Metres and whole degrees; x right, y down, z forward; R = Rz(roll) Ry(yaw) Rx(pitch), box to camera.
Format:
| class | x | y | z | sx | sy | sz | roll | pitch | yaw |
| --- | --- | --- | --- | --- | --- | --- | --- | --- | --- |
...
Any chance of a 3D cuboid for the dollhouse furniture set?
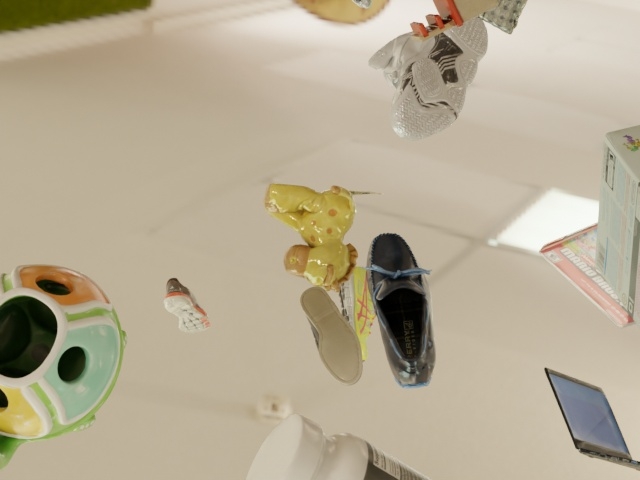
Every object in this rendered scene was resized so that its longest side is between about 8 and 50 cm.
| class | x | y | z | sx | sy | sz | roll | pitch | yaw |
| --- | --- | --- | --- | --- | --- | --- | --- | --- | --- |
| dollhouse furniture set | 0.159 | -0.450 | 1.945 | 0.135 | 0.259 | 0.262 | -25 | -166 | -3 |

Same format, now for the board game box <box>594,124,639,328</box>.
| class | x | y | z | sx | sy | sz | roll | pitch | yaw |
| --- | --- | --- | --- | --- | --- | --- | --- | --- | --- |
| board game box | 0.449 | 0.028 | 1.572 | 0.097 | 0.224 | 0.303 | -14 | -139 | -7 |

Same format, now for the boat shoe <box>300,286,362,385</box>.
| class | x | y | z | sx | sy | sz | roll | pitch | yaw |
| --- | --- | --- | --- | --- | --- | --- | --- | --- | --- |
| boat shoe | 0.026 | 0.174 | 2.226 | 0.075 | 0.065 | 0.206 | -26 | -125 | -1 |

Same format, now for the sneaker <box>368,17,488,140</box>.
| class | x | y | z | sx | sy | sz | roll | pitch | yaw |
| --- | --- | --- | --- | --- | --- | --- | --- | --- | --- |
| sneaker | 0.186 | -0.309 | 2.522 | 0.210 | 0.137 | 0.366 | -18 | -148 | 45 |

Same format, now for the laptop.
| class | x | y | z | sx | sy | sz | roll | pitch | yaw |
| --- | --- | --- | --- | --- | --- | --- | --- | --- | --- |
| laptop | 0.541 | 0.325 | 2.195 | 0.264 | 0.137 | 0.234 | 7 | 170 | 40 |

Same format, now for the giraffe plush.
| class | x | y | z | sx | sy | sz | roll | pitch | yaw |
| --- | --- | --- | --- | --- | --- | --- | --- | --- | --- |
| giraffe plush | 0.000 | 0.000 | 2.152 | 0.210 | 0.171 | 0.181 | 2 | 175 | 31 |

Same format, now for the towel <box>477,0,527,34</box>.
| class | x | y | z | sx | sy | sz | roll | pitch | yaw |
| --- | --- | --- | --- | --- | --- | --- | --- | --- | --- |
| towel | 0.253 | -0.553 | 2.099 | 0.312 | 0.324 | 0.056 | 31 | -151 | 15 |

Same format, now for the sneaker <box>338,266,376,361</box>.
| class | x | y | z | sx | sy | sz | roll | pitch | yaw |
| --- | --- | --- | --- | --- | --- | --- | --- | --- | --- |
| sneaker | 0.093 | 0.152 | 2.685 | 0.094 | 0.209 | 0.081 | -4 | 178 | -11 |

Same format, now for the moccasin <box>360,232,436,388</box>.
| class | x | y | z | sx | sy | sz | roll | pitch | yaw |
| --- | --- | --- | --- | --- | --- | --- | --- | --- | --- |
| moccasin | 0.168 | 0.115 | 2.453 | 0.137 | 0.117 | 0.342 | -14 | -125 | -3 |

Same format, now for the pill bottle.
| class | x | y | z | sx | sy | sz | roll | pitch | yaw |
| --- | --- | --- | --- | --- | --- | --- | --- | --- | --- |
| pill bottle | 0.066 | 0.449 | 2.111 | 0.363 | 0.210 | 0.210 | 32 | -166 | -17 |

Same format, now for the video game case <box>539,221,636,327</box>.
| class | x | y | z | sx | sy | sz | roll | pitch | yaw |
| --- | --- | --- | --- | --- | --- | --- | --- | --- | --- |
| video game case | 0.499 | 0.053 | 2.089 | 0.204 | 0.025 | 0.285 | 42 | 160 | -5 |

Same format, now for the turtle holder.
| class | x | y | z | sx | sy | sz | roll | pitch | yaw |
| --- | --- | --- | --- | --- | --- | --- | --- | --- | --- |
| turtle holder | -0.436 | 0.177 | 1.828 | 0.243 | 0.320 | 0.227 | 51 | 171 | 9 |

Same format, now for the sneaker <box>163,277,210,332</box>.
| class | x | y | z | sx | sy | sz | roll | pitch | yaw |
| --- | --- | --- | --- | --- | --- | --- | --- | --- | --- |
| sneaker | -0.244 | 0.117 | 2.345 | 0.061 | 0.158 | 0.065 | -12 | -122 | 7 |

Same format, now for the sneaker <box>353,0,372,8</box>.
| class | x | y | z | sx | sy | sz | roll | pitch | yaw |
| --- | --- | --- | --- | --- | --- | --- | --- | --- | --- |
| sneaker | 0.060 | -0.522 | 2.681 | 0.098 | 0.038 | 0.069 | 43 | -146 | 6 |
